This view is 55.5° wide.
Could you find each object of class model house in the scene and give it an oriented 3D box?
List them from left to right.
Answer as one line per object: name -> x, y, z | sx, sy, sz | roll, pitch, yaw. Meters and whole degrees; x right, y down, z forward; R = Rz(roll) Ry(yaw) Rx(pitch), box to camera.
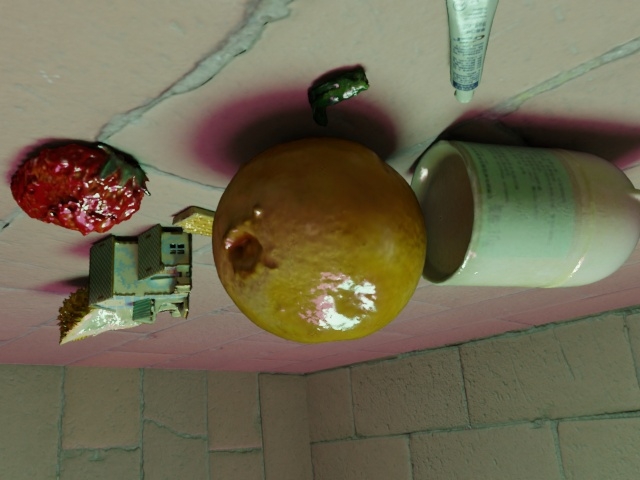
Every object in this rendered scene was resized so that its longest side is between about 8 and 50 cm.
model house -> -0.384, 0.084, 1.290 | 0.207, 0.178, 0.271 | 2, 163, -16

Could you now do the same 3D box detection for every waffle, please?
waffle -> -0.226, -0.032, 1.210 | 0.092, 0.021, 0.135 | -21, 156, 39

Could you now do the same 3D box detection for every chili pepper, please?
chili pepper -> 0.013, -0.187, 0.801 | 0.056, 0.035, 0.118 | 24, 146, -24

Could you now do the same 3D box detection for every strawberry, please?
strawberry -> -0.388, -0.058, 0.958 | 0.237, 0.111, 0.190 | -14, 162, 26

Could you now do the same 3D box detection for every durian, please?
durian -> -0.539, 0.165, 1.545 | 0.250, 0.138, 0.183 | -5, 133, -29

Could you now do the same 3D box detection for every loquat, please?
loquat -> 0.000, 0.000, 0.924 | 0.329, 0.328, 0.328 | -5, 161, -2

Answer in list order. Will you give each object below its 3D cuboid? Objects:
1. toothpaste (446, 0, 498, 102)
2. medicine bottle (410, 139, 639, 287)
toothpaste -> 0.175, -0.231, 0.714 | 0.062, 0.037, 0.216 | -8, 157, 8
medicine bottle -> 0.373, -0.038, 1.020 | 0.407, 0.235, 0.236 | 1, 160, -18
